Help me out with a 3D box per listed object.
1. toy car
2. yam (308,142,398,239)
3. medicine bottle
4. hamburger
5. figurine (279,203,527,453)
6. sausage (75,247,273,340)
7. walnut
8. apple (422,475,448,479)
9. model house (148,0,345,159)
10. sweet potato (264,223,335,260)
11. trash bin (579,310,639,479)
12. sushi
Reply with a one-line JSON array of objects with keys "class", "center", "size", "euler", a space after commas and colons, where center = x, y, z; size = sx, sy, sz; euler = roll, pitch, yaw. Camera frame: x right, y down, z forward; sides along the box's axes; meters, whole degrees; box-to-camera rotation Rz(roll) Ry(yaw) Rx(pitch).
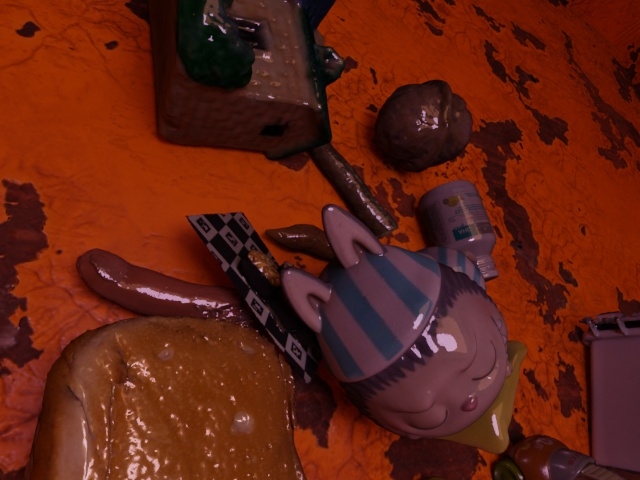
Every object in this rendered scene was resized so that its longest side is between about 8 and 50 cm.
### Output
[{"class": "toy car", "center": [0.446, 0.459, 0.698], "size": [0.145, 0.235, 0.235], "euler": [-1, 68, -32]}, {"class": "yam", "center": [0.058, -0.119, 0.835], "size": [0.061, 0.061, 0.274], "euler": [-37, 89, -38]}, {"class": "medicine bottle", "center": [0.307, -0.010, 0.887], "size": [0.134, 0.135, 0.216], "euler": [-2, 69, -33]}, {"class": "hamburger", "center": [-0.158, 0.241, 0.453], "size": [0.284, 0.174, 0.305], "euler": [11, 62, -30]}, {"class": "figurine", "center": [0.131, 0.067, 0.604], "size": [0.378, 0.266, 0.362], "euler": [58, 32, -33]}, {"class": "sausage", "center": [-0.183, 0.085, 0.575], "size": [0.304, 0.078, 0.078], "euler": [19, 59, -24]}, {"class": "walnut", "center": [0.227, -0.254, 0.902], "size": [0.224, 0.224, 0.224], "euler": [14, 61, -26]}, {"class": "apple", "center": [0.182, 0.418, 0.641], "size": [0.071, 0.084, 0.084], "euler": [45, 52, 4]}, {"class": "model house", "center": [-0.097, -0.366, 0.695], "size": [0.342, 0.334, 0.383], "euler": [0, 78, -30]}, {"class": "sweet potato", "center": [0.001, 0.003, 0.744], "size": [0.218, 0.051, 0.065], "euler": [3, 70, -30]}, {"class": "trash bin", "center": [0.759, 0.372, 0.934], "size": [0.295, 0.255, 0.368], "euler": [35, 62, -15]}, {"class": "sushi", "center": [-0.062, 0.060, 0.612], "size": [0.280, 0.043, 0.192], "euler": [55, 13, 2]}]
